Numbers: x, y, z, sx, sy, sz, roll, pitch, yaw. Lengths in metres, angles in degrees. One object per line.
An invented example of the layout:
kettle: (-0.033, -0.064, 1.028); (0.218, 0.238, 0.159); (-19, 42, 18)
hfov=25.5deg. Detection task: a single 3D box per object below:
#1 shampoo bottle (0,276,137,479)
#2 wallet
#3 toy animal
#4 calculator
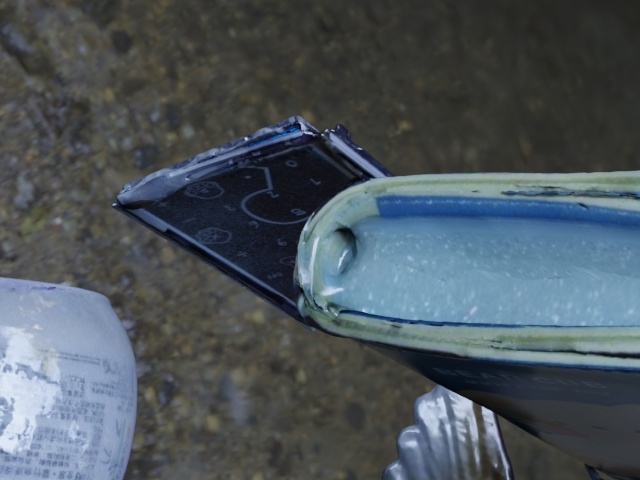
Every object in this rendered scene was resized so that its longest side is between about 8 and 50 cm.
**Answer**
shampoo bottle: (-0.305, 0.169, 1.268); (0.273, 0.273, 0.266); (15, 77, -41)
wallet: (0.105, 0.038, 0.432); (0.202, 0.141, 0.059); (33, 67, -48)
toy animal: (-0.018, 0.218, 0.637); (0.160, 0.272, 0.197); (-13, 69, -44)
calculator: (0.000, 0.001, 0.949); (0.274, 0.166, 0.028); (35, 45, -50)
